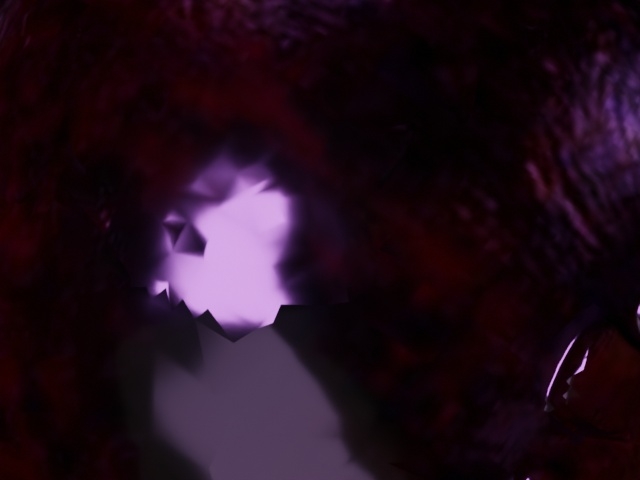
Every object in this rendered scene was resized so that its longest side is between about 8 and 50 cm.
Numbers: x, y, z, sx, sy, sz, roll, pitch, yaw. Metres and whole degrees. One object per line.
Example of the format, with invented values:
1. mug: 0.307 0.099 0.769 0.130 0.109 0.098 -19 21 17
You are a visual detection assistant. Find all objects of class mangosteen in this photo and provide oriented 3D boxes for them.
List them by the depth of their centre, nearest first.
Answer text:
1. mangosteen: 0.000 0.000 0.561 0.347 0.307 0.307 26 153 50
